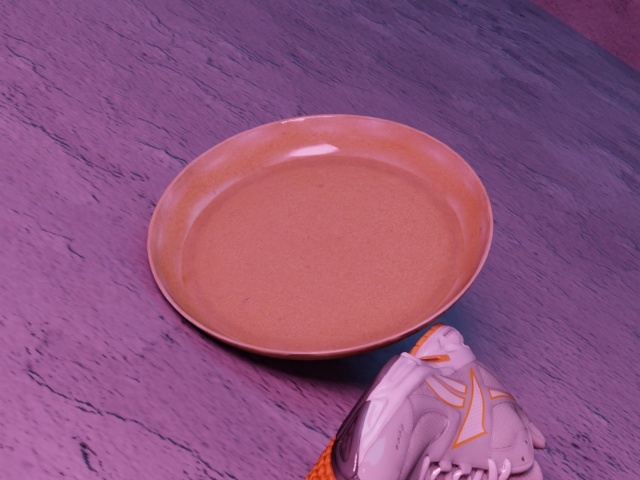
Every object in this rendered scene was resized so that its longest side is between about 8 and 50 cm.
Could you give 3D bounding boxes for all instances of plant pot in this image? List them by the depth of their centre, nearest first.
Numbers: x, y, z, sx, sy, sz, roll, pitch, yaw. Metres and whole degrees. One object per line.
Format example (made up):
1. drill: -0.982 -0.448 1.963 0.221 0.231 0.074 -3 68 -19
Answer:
1. plant pot: 0.000 0.000 1.141 0.236 0.032 0.236 -3 44 3

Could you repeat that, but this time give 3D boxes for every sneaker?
1. sneaker: 0.077 0.129 1.003 0.121 0.099 0.262 37 21 9

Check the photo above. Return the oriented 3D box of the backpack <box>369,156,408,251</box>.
1. backpack: 0.039 0.016 1.217 0.084 0.105 0.114 43 18 -30
